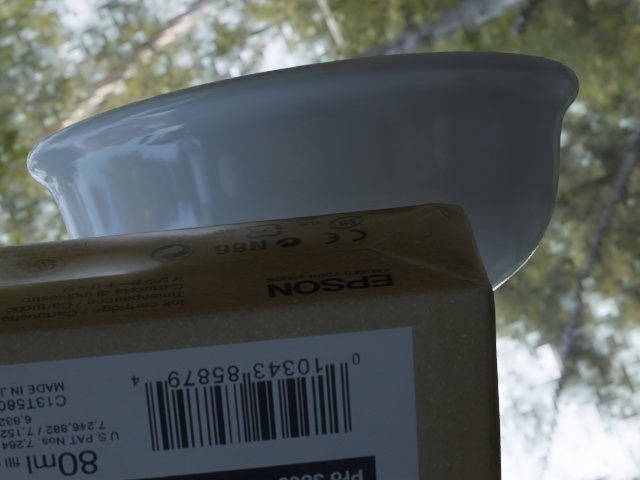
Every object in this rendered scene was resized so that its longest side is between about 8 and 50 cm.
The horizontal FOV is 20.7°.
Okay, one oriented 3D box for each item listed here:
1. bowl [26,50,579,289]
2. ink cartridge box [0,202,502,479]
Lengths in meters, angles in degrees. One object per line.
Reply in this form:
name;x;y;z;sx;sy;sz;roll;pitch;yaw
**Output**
bowl;0.000;0.000;0.938;0.298;0.297;0.134;7;-106;-69
ink cartridge box;-0.049;0.096;0.688;0.088;0.234;0.193;-102;7;-67
